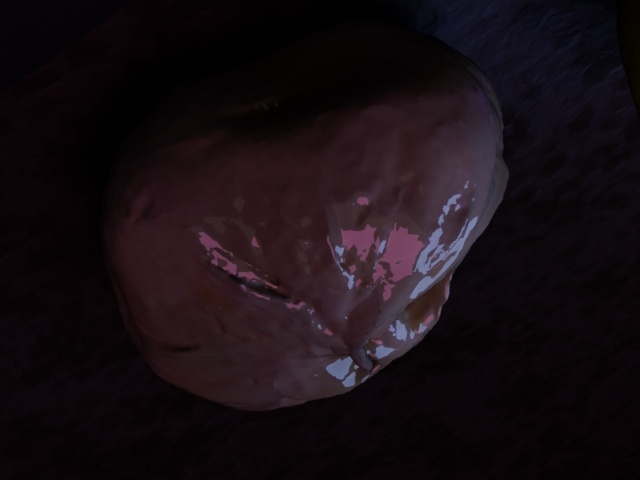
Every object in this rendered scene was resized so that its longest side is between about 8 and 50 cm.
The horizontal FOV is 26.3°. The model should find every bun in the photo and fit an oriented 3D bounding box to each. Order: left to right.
[{"bbox_3d":[0.000,0.000,1.064,0.361,0.213,0.361,-22,150,-14],"label":"bun"}]

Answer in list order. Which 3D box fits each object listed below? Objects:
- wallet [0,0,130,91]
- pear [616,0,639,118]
[{"bbox_3d":[-0.213,-0.170,0.775,0.247,0.041,0.323,-32,163,10],"label":"wallet"},{"bbox_3d":[0.348,-0.173,1.041,0.269,0.269,0.321,-25,161,-5],"label":"pear"}]
